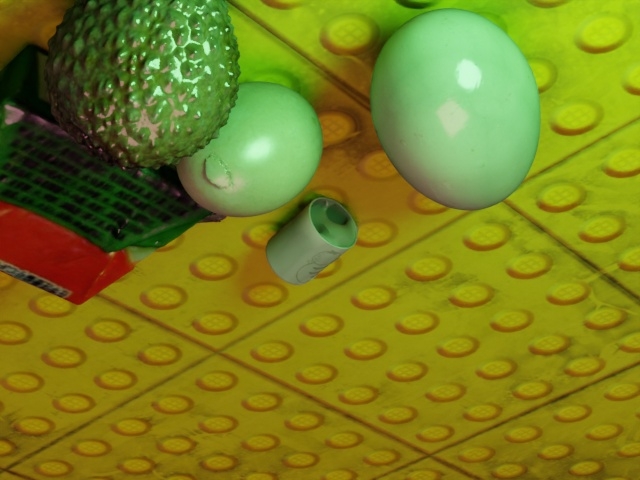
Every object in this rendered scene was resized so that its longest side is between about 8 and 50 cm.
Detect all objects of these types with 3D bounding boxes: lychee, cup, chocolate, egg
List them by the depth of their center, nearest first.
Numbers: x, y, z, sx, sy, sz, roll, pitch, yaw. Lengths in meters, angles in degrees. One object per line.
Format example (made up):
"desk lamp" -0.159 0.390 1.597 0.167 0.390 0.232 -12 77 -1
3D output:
"lychee" -0.225 -0.223 1.648 0.255 0.255 0.274 12 135 -21
"egg" 0.192 -0.171 1.785 0.230 0.230 0.371 -12 149 10
"egg" -0.098 -0.131 1.820 0.186 0.253 0.186 15 120 27
"chocolate" -0.395 -0.091 1.890 0.360 0.161 0.341 28 133 -36
"cup" -0.001 0.008 2.120 0.136 0.099 0.133 22 136 -31

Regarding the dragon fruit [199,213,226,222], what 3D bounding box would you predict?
"dragon fruit" -0.182 -0.058 2.050 0.083 0.056 0.060 -13 166 23
